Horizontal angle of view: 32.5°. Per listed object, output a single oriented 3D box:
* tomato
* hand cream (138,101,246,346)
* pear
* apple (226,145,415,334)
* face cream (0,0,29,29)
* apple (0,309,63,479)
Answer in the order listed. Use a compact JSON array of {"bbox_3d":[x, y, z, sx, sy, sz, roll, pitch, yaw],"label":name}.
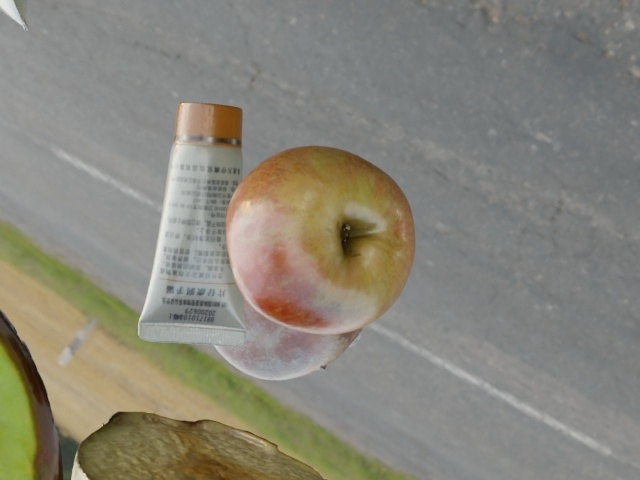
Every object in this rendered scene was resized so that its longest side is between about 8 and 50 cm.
[{"bbox_3d":[-0.066,0.100,2.005,0.317,0.316,0.282,21,150,44],"label":"tomato"},{"bbox_3d":[-0.148,-0.019,1.419,0.140,0.314,0.089,7,179,-10],"label":"hand cream"},{"bbox_3d":[-0.133,0.351,1.257,0.340,0.191,0.386,14,-175,-24],"label":"pear"},{"bbox_3d":[0.000,0.000,1.157,0.209,0.209,0.164,44,158,-24],"label":"apple"},{"bbox_3d":[-0.280,-0.238,0.933,0.092,0.058,0.244,68,169,-25],"label":"face cream"},{"bbox_3d":[-0.353,0.174,0.654,0.374,0.374,0.384,29,118,26],"label":"apple"}]
